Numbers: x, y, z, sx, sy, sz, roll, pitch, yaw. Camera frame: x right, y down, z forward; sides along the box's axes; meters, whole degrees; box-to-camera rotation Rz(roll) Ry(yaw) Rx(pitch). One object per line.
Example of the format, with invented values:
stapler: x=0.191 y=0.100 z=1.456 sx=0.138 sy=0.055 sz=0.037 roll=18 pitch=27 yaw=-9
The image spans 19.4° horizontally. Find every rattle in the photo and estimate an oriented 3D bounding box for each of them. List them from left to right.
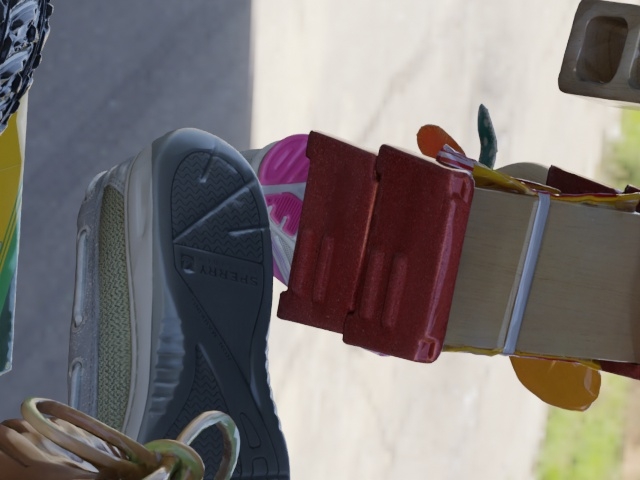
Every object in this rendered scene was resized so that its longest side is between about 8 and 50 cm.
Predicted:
rattle: x=0.137 y=0.005 z=1.319 sx=0.130 sy=0.143 sz=0.199 roll=-52 pitch=-156 yaw=11

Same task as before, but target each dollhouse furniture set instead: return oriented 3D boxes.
dollhouse furniture set: x=0.130 y=-0.110 z=1.091 sx=0.201 sy=0.152 sz=0.374 roll=9 pitch=95 yaw=-34

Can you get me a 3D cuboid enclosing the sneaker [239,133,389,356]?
sneaker: x=0.000 y=0.000 z=1.610 sx=0.103 sy=0.111 sz=0.252 roll=-51 pitch=126 yaw=-22

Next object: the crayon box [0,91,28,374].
crayon box: x=-0.407 y=0.005 z=1.680 sx=0.363 sy=0.106 sz=0.313 roll=-25 pitch=125 yaw=-63

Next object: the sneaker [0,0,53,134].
sneaker: x=-0.239 y=-0.075 z=1.086 sx=0.271 sy=0.108 sz=0.100 roll=-60 pitch=176 yaw=24

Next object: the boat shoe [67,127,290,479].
boat shoe: x=-0.092 y=0.098 z=1.028 sx=0.118 sy=0.103 sz=0.320 roll=17 pitch=64 yaw=-43

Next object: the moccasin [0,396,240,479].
moccasin: x=-0.098 y=0.116 z=0.644 sx=0.139 sy=0.380 sz=0.147 roll=33 pitch=61 yaw=-47
